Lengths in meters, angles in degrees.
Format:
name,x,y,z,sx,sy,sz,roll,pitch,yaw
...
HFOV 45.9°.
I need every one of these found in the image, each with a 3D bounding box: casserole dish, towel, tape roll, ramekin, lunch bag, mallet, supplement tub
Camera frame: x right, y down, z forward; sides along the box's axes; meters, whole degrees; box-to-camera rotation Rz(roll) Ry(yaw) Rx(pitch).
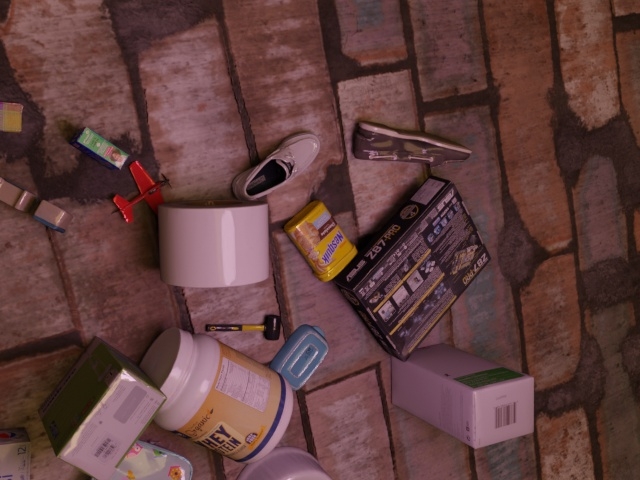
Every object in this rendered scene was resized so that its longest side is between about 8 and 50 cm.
name,x,y,z,sx,sy,sz,roll,pitch,yaw
casserole dish,-0.049,0.303,1.927,0.114,0.037,0.188,45,75,-25
towel,-0.656,-0.254,1.553,0.083,0.009,0.060,0,97,-27
tape roll,-0.235,0.000,1.673,0.246,0.246,0.169,-4,99,-27
ramekin,-0.079,0.676,1.902,0.277,0.135,0.277,-4,99,-27
lunch bag,-0.424,0.582,1.691,0.224,0.108,0.279,22,73,-7
mallet,-0.184,0.205,1.847,0.189,0.039,0.062,10,93,-24
supplement tub,-0.245,0.351,1.721,0.316,0.228,0.228,33,81,-27

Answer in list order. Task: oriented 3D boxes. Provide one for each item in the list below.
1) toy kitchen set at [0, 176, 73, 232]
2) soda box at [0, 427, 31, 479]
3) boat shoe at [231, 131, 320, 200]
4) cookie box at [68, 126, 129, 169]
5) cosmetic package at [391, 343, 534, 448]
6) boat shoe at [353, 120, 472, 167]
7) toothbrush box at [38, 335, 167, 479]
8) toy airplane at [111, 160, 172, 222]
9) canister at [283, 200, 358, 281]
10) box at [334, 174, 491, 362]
name,x,y,z,sx,sy,sz,roll,pitch,yaw
toy kitchen set,-0.647,-0.033,1.547,0.207,0.122,0.166,29,83,-7
soda box,-0.670,0.551,1.597,0.091,0.098,0.287,1,96,-29
boat shoe,-0.092,-0.173,1.816,0.258,0.084,0.095,-41,112,-17
cookie box,-0.473,-0.195,1.611,0.107,0.091,0.040,34,78,-27
cosmetic package,0.358,0.394,1.965,0.196,0.365,0.155,-7,101,-28
boat shoe,0.236,-0.236,1.977,0.335,0.112,0.096,9,110,-23
toothbrush box,-0.461,0.343,1.576,0.122,0.283,0.206,42,77,-27
toy airplane,-0.403,-0.099,1.695,0.151,0.028,0.151,-4,99,-28
canister,0.000,0.000,1.894,0.126,0.073,0.170,-42,112,-17
box,0.256,0.075,1.986,0.395,0.097,0.318,-48,127,-15
